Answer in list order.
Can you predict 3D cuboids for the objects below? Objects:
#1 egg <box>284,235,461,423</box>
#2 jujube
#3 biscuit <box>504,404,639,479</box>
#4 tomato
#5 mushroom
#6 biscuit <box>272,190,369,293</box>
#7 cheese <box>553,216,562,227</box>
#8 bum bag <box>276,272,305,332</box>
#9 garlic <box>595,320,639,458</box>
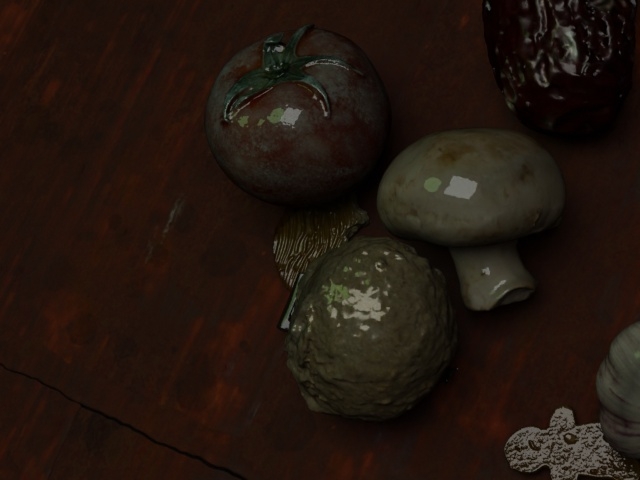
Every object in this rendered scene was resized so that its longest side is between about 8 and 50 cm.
[{"bbox_3d":[0.078,0.140,1.817,0.279,0.279,0.310,25,111,25],"label":"egg"},{"bbox_3d":[0.395,-0.360,1.934,0.258,0.258,0.376,-5,62,17],"label":"jujube"},{"bbox_3d":[0.383,0.319,1.792,0.205,0.031,0.138,-6,65,15],"label":"biscuit"},{"bbox_3d":[-0.039,-0.208,1.980,0.317,0.282,0.316,-11,45,11],"label":"tomato"},{"bbox_3d":[0.237,-0.033,1.854,0.298,0.297,0.290,-4,96,17],"label":"mushroom"},{"bbox_3d":[0.000,0.000,2.041,0.176,0.031,0.228,-10,67,16],"label":"biscuit"},{"bbox_3d":[0.374,-0.058,1.935,0.044,0.030,0.083,-19,60,18],"label":"cheese"},{"bbox_3d":[0.016,0.128,1.977,0.159,0.026,0.109,23,83,8],"label":"bum bag"},{"bbox_3d":[0.509,0.186,1.725,0.245,0.245,0.253,-26,30,8],"label":"garlic"}]
